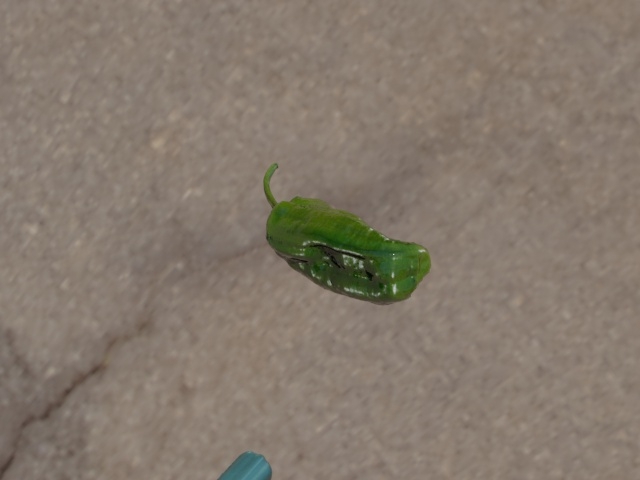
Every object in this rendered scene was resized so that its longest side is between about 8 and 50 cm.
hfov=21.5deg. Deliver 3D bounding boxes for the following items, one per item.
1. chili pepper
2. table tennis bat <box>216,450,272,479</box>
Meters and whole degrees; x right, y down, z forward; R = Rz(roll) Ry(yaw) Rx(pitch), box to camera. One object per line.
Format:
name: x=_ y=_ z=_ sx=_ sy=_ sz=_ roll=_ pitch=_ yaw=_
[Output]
chili pepper: x=0.001 y=0.002 z=1.465 sx=0.204 sy=0.072 sz=0.073 roll=25 pitch=27 yaw=39
table tennis bat: x=-0.106 y=0.240 z=1.392 sx=0.033 sy=0.124 sz=0.201 roll=32 pitch=44 yaw=18
